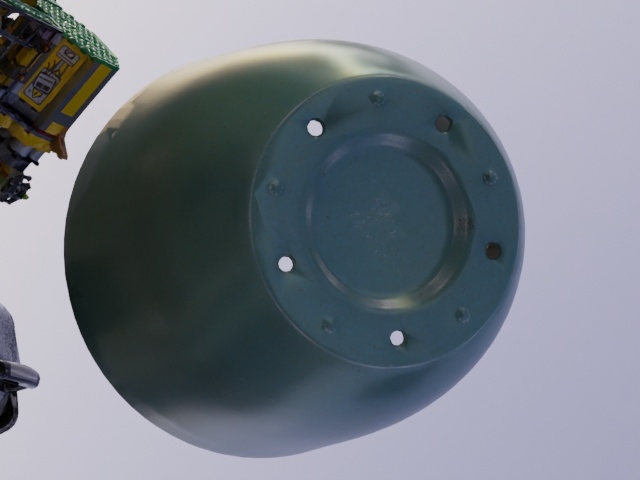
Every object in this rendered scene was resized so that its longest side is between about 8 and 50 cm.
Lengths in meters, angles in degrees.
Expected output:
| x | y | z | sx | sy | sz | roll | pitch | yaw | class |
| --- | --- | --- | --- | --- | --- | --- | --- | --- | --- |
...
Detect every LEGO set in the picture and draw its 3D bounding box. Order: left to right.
| x | y | z | sx | sy | sz | roll | pitch | yaw | class |
| --- | --- | --- | --- | --- | --- | --- | --- | --- | --- |
| -0.286 | -0.111 | 0.995 | 0.192 | 0.255 | 0.331 | -49 | 163 | 10 | LEGO set |

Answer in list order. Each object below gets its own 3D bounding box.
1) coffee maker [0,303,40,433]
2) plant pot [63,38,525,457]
| x | y | z | sx | sy | sz | roll | pitch | yaw | class |
| --- | --- | --- | --- | --- | --- | --- | --- | --- | --- |
| -0.317 | 0.072 | 1.485 | 0.171 | 0.120 | 0.178 | 60 | -3 | 14 | coffee maker |
| 0.000 | 0.000 | 1.236 | 0.235 | 0.293 | 0.293 | 167 | -66 | -68 | plant pot |
